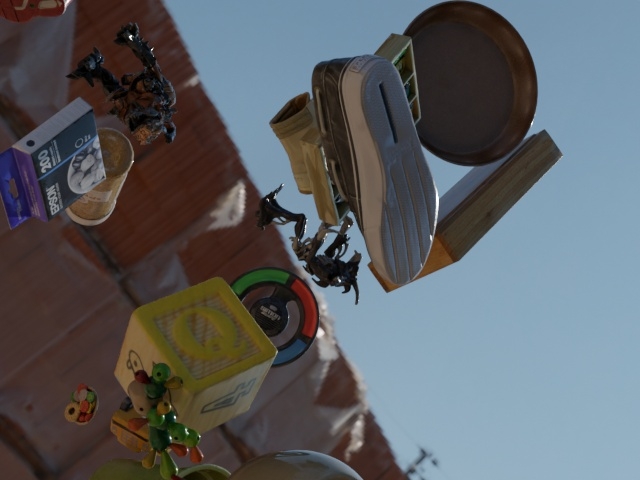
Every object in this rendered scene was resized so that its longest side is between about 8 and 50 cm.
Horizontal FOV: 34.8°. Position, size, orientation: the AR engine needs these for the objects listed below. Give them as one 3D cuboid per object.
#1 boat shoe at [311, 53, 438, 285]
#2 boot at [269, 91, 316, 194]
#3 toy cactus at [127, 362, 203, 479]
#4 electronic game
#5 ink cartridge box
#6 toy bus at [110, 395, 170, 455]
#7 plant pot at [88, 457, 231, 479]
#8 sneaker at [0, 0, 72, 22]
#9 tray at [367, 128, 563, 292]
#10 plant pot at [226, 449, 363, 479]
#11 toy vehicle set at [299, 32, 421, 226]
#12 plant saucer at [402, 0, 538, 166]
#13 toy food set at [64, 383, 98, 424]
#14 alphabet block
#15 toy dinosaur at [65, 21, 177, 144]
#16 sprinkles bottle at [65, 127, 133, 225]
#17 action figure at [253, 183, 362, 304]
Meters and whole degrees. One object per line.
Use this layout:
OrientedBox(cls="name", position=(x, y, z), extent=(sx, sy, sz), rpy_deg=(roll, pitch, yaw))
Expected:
OrientedBox(cls="boat shoe", position=(0.071, -0.099, 1.386), extent=(0.119, 0.121, 0.335), rpy_deg=(19, -50, 45))
OrientedBox(cls="boot", position=(0.022, -0.252, 2.304), extent=(0.095, 0.262, 0.203), rpy_deg=(26, -34, 58))
OrientedBox(cls="toy cactus", position=(-0.271, 0.286, 1.654), extent=(0.180, 0.112, 0.219), rpy_deg=(32, -39, 52))
OrientedBox(cls="electronic game", position=(-0.116, 0.171, 2.286), extent=(0.229, 0.229, 0.048), rpy_deg=(48, -9, 8))
OrientedBox(cls="ink cartridge box", position=(-0.491, -0.129, 1.868), extent=(0.045, 0.208, 0.206), rpy_deg=(37, -30, 20))
OrientedBox(cls="toy bus", position=(-0.313, 0.349, 2.208), extent=(0.108, 0.333, 0.130), rpy_deg=(26, -55, 17))
OrientedBox(cls="plant pot", position=(-0.337, 0.550, 2.035), extent=(0.254, 0.276, 0.276), rpy_deg=(9, -43, 40))
OrientedBox(cls="sneaker", position=(-0.627, -0.551, 2.282), extent=(0.221, 0.128, 0.087), rpy_deg=(10, -48, 23))
OrientedBox(cls="tray", position=(0.280, -0.062, 1.949), extent=(0.076, 0.411, 0.203), rpy_deg=(54, -40, -6))
OrientedBox(cls="plant pot", position=(-0.012, 0.466, 1.670), extent=(0.284, 0.284, 0.191), rpy_deg=(51, -40, 0))
OrientedBox(cls="toy vehicle set", position=(0.068, -0.171, 1.564), extent=(0.035, 0.267, 0.166), rpy_deg=(20, -34, 28))
OrientedBox(cls="plant saucer", position=(0.263, -0.290, 1.907), extent=(0.310, 0.311, 0.050), rpy_deg=(55, -21, -12))
OrientedBox(cls="toy food set", position=(-0.490, 0.338, 2.108), extent=(0.083, 0.082, 0.020), rpy_deg=(10, -9, 38))
OrientedBox(cls="alphabet block", position=(-0.221, 0.213, 1.787), extent=(0.192, 0.193, 0.197), rpy_deg=(49, -40, 22))
OrientedBox(cls="toy dinosaur", position=(-0.357, -0.289, 1.982), extent=(0.218, 0.164, 0.322), rpy_deg=(49, -5, -23))
OrientedBox(cls="sprinkles bottle", position=(-0.504, -0.138, 2.304), extent=(0.121, 0.121, 0.355), rpy_deg=(50, -24, 1))
OrientedBox(cls="action figure", position=(0.000, 0.000, 2.017), extent=(0.276, 0.141, 0.164), rpy_deg=(41, 6, 2))
